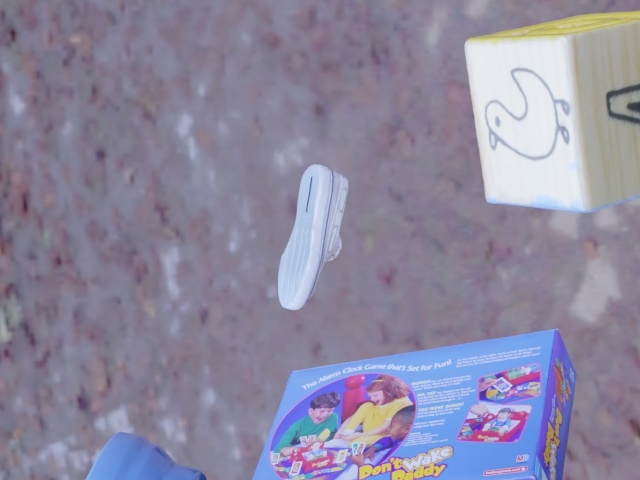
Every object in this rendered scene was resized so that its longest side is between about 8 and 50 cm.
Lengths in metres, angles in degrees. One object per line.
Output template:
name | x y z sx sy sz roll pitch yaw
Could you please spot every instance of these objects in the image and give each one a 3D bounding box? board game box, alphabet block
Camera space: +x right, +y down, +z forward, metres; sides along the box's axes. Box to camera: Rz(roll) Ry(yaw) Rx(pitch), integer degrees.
board game box | 0.105 0.229 1.631 0.347 0.233 0.078 -11 124 25
alphabet block | 0.303 -0.152 1.640 0.192 0.193 0.197 8 111 57

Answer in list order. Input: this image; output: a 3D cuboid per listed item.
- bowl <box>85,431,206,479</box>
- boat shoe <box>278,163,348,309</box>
bowl | -0.163 0.337 1.037 0.391 0.077 0.391 15 -90 -89
boat shoe | 0.000 0.000 2.179 0.083 0.076 0.226 8 83 56
